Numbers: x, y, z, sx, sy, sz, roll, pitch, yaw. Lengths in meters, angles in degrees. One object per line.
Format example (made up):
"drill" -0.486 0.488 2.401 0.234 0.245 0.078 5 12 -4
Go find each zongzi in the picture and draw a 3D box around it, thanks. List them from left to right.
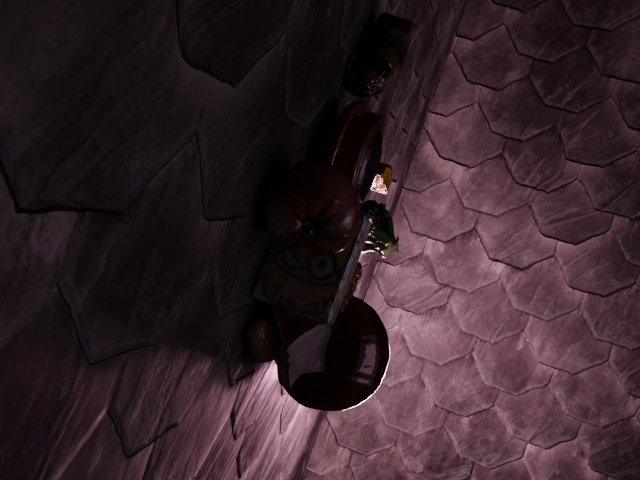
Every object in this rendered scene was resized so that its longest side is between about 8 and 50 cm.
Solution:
"zongzi" 0.167 -0.500 1.843 0.286 0.134 0.288 -58 171 -22

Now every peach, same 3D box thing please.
"peach" 0.247 -0.272 2.583 0.172 0.092 0.127 15 89 -66

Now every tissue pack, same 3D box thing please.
"tissue pack" -0.019 0.046 1.615 0.128 0.228 0.310 51 60 -77

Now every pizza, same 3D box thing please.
"pizza" 0.085 0.142 1.818 0.184 0.036 0.176 67 44 -70

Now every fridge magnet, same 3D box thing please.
"fridge magnet" 0.081 -0.231 1.786 0.363 0.155 0.363 19 90 -77

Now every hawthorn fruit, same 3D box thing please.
"hawthorn fruit" -0.005 -0.083 1.452 0.263 0.235 0.231 -44 -177 -31

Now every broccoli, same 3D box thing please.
"broccoli" 0.201 -0.031 2.443 0.294 0.245 0.265 13 117 -54

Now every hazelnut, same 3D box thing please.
"hazelnut" 0.053 0.404 2.144 0.429 0.402 0.402 -60 168 6

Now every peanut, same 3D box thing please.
"peanut" -0.163 0.284 1.695 0.192 0.089 0.089 89 24 -56

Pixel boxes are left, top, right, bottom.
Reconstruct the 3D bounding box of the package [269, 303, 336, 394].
"package" -0.056 0.284 1.785 0.311 0.165 0.221 95 -23 -52
